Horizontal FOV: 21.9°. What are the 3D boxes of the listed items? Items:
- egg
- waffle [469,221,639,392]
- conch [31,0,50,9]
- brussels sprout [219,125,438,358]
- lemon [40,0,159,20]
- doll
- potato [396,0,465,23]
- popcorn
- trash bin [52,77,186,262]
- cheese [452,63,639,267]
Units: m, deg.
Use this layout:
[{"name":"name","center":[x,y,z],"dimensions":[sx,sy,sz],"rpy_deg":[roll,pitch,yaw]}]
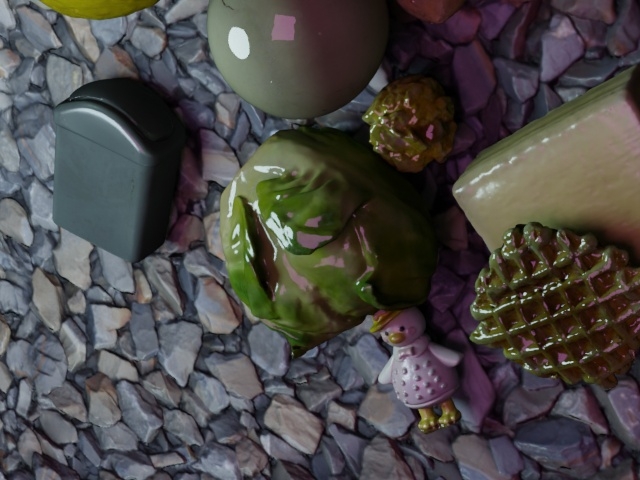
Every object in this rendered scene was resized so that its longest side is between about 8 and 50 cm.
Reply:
[{"name":"egg","center":[-0.027,-0.253,1.952],"dimensions":[0.219,0.219,0.269],"rpy_deg":[47,162,4]},{"name":"waffle","center":[0.276,0.075,1.890],"dimensions":[0.208,0.054,0.214],"rpy_deg":[23,129,18]},{"name":"conch","center":[-0.411,-0.385,2.255],"dimensions":[0.176,0.094,0.104],"rpy_deg":[34,118,-20]},{"name":"brussels sprout","center":[0.002,-0.002,2.070],"dimensions":[0.294,0.227,0.259],"rpy_deg":[47,127,10]},{"name":"lemon","center":[-0.276,-0.403,2.023],"dimensions":[0.260,0.260,0.284],"rpy_deg":[51,144,1]},{"name":"doll","center":[0.124,0.151,2.166],"dimensions":[0.129,0.081,0.207],"rpy_deg":[-19,100,31]},{"name":"potato","center":[0.118,-0.322,1.914],"dimensions":[0.147,0.112,0.112],"rpy_deg":[52,130,9]},{"name":"popcorn","center":[0.109,-0.140,2.010],"dimensions":[0.116,0.106,0.121],"rpy_deg":[44,130,19]},{"name":"trash bin","center":[-0.284,-0.105,2.291],"dimensions":[0.176,0.101,0.236],"rpy_deg":[25,128,18]},{"name":"cheese","center":[0.324,-0.038,1.909],"dimensions":[0.265,0.124,0.242],"rpy_deg":[-29,102,39]}]
